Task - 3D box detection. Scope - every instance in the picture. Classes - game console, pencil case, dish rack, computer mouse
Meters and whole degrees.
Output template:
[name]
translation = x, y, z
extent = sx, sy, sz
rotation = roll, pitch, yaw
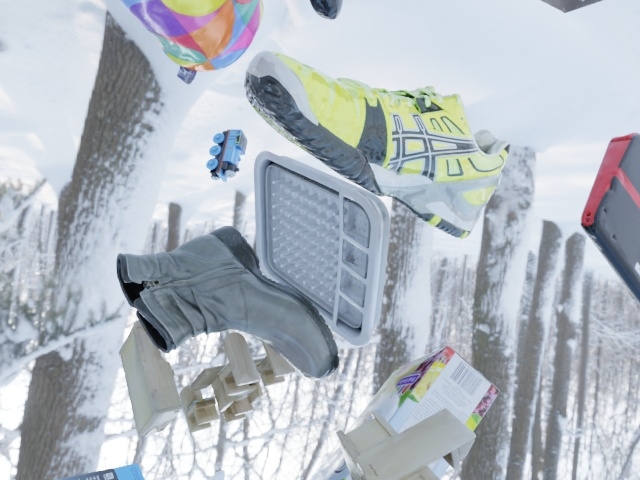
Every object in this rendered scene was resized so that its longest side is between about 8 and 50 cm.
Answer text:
[game console]
translation = 0.690, -0.004, 1.009
extent = 0.386, 0.342, 0.060
rotation = 47, 151, -12
[pencil case]
translation = -0.117, -0.202, 0.319
extent = 0.104, 0.104, 0.236
rotation = 6, 171, 10
[dish rack]
translation = 0.000, 0.000, 0.873
extent = 0.072, 0.285, 0.333
rotation = -22, -144, -36
[computer mouse]
translation = -0.013, -0.440, 0.693
extent = 0.041, 0.242, 0.071
rotation = -11, -168, 37

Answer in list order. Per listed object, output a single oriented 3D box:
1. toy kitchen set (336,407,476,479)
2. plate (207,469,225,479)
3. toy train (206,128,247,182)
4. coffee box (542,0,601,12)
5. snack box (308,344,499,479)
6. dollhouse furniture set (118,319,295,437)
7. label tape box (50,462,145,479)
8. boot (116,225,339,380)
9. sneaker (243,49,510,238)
[toy kitchen set]
translation = 0.065, 0.156, 0.308
extent = 0.068, 0.075, 0.083
rotation = -23, -160, -16
[plate]
translation = -0.346, 0.777, 1.245
extent = 0.045, 0.278, 0.277
rotation = 11, -162, 23
[toy train]
translation = -0.303, -0.278, 1.581
extent = 0.105, 0.184, 0.080
rotation = 2, 157, 15
[coffee box]
translation = 0.285, -0.402, 0.587
extent = 0.297, 0.119, 0.168
rotation = 6, -178, -28
[snack box]
translation = 0.063, 0.214, 0.486
extent = 0.070, 0.207, 0.174
rotation = 40, 158, 9
[dollhouse furniture set]
translation = -0.212, 0.229, 0.876
extent = 0.242, 0.161, 0.212
rotation = 0, 142, -40
[label tape box]
translation = -0.574, 0.698, 1.176
extent = 0.334, 0.106, 0.240
rotation = 15, -158, -49
[boot]
translation = -0.110, 0.090, 0.543
extent = 0.246, 0.083, 0.161
rotation = 43, -139, 22
[sneaker]
translation = 0.081, -0.132, 0.581
extent = 0.385, 0.147, 0.145
rotation = 20, -163, -40
